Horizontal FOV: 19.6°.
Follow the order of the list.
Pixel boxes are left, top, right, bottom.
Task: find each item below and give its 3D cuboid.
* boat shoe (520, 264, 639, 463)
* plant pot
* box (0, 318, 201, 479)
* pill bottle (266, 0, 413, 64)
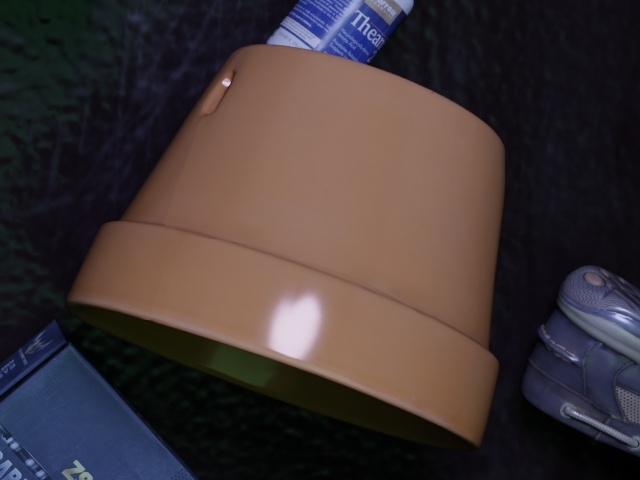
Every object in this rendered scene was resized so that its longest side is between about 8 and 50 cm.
[{"bbox_3d":[0.303,0.157,1.461,0.355,0.132,0.130,34,102,-14],"label":"boat shoe"},{"bbox_3d":[0.000,0.000,1.242,0.291,0.291,0.203,23,81,-22],"label":"plant pot"},{"bbox_3d":[-0.185,0.201,1.340,0.183,0.059,0.233,-40,113,-5],"label":"box"},{"bbox_3d":[0.023,-0.163,1.303,0.067,0.067,0.120,38,91,-23],"label":"pill bottle"}]
